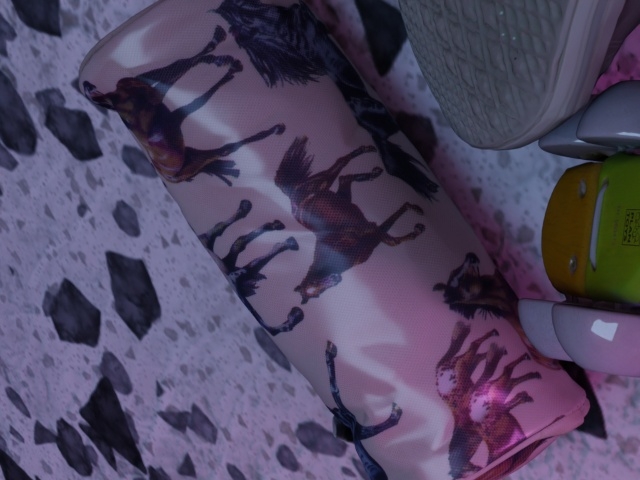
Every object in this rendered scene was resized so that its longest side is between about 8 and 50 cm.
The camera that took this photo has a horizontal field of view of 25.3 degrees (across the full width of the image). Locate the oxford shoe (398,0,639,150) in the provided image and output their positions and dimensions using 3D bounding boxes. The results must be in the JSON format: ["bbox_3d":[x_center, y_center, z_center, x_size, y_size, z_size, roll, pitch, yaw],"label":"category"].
[{"bbox_3d":[0.138,-0.176,0.735,0.169,0.130,0.449,61,162,15],"label":"oxford shoe"}]

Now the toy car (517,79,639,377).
[{"bbox_3d":[0.195,-0.002,0.813,0.182,0.136,0.159,178,100,-84],"label":"toy car"}]

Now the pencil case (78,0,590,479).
[{"bbox_3d":[0.000,0.000,0.992,0.183,0.160,0.410,-37,88,35],"label":"pencil case"}]
